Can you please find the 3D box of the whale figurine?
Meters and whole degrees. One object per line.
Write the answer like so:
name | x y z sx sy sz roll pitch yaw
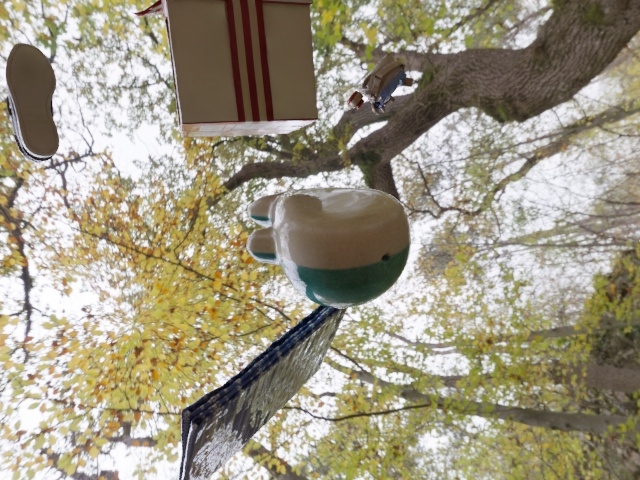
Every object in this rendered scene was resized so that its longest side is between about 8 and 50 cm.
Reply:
whale figurine | 0.000 0.000 0.564 0.217 0.272 0.141 -21 -64 -30

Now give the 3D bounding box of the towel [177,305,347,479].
towel | -0.082 0.226 0.631 0.040 0.243 0.336 35 -141 21

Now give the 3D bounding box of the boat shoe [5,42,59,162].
boat shoe | -0.310 -0.146 0.434 0.046 0.038 0.125 -12 -90 -49

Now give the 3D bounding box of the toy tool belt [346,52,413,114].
toy tool belt | 0.077 -0.186 0.500 0.051 0.052 0.083 39 -100 -7

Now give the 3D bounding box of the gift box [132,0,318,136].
gift box | -0.161 -0.319 0.685 0.277 0.255 0.257 -7 -80 -22
